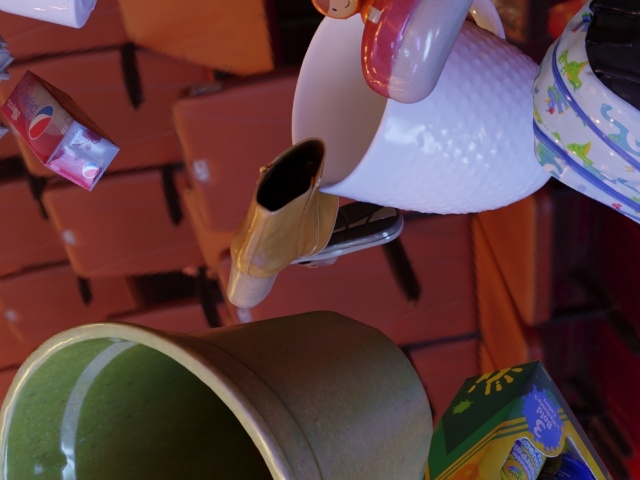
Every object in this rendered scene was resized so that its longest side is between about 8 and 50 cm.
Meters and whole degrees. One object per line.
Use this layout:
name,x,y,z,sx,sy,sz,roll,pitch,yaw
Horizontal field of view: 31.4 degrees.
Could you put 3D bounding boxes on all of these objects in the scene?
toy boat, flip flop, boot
toy boat,0.061,-0.232,1.131,0.231,0.151,0.151,-88,20,-73
flip flop,0.000,0.000,1.801,0.080,0.277,0.112,65,-160,-47
boot,-0.024,-0.060,1.481,0.104,0.295,0.211,29,135,5

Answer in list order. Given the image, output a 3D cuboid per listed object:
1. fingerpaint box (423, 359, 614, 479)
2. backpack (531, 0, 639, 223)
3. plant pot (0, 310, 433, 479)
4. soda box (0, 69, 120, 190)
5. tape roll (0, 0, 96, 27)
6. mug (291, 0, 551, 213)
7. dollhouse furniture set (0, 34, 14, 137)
fingerpaint box,0.330,0.475,1.764,0.163,0.371,0.444,-23,105,40
backpack,0.412,-0.133,1.259,0.356,0.290,0.273,32,150,-12
plant pot,-0.051,0.167,0.844,0.254,0.276,0.276,-17,-97,-54
soda box,-0.409,-0.175,1.766,0.092,0.083,0.263,32,-175,-37
tape roll,-0.312,-0.404,1.376,0.286,0.100,0.286,-168,90,-84
mug,0.168,-0.219,1.596,0.276,0.328,0.374,-26,58,56
dollhouse furniture set,-0.441,-0.237,1.561,0.182,0.101,0.161,52,-160,8
